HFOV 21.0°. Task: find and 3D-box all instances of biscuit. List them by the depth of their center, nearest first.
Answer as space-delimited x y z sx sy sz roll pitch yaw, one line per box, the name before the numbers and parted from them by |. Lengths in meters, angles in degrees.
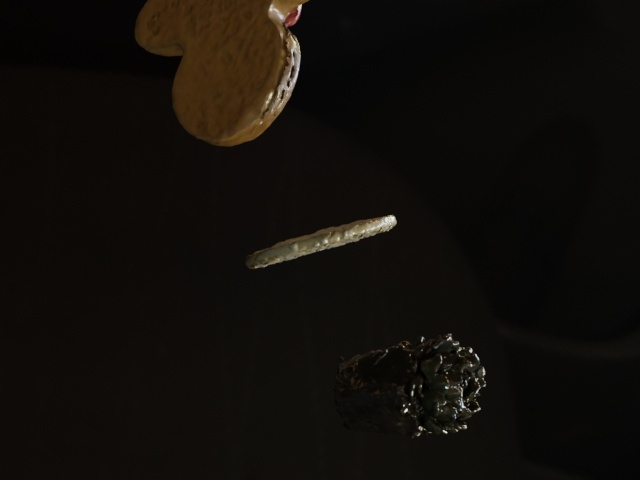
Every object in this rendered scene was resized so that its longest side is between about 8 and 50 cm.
biscuit | -0.066 -0.226 1.481 0.047 0.216 0.339 30 46 -45
biscuit | 0.000 0.000 1.614 0.152 0.152 0.020 -14 89 -46

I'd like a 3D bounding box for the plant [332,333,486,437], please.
plant | 0.086 0.138 1.636 0.143 0.094 0.092 -6 38 17
